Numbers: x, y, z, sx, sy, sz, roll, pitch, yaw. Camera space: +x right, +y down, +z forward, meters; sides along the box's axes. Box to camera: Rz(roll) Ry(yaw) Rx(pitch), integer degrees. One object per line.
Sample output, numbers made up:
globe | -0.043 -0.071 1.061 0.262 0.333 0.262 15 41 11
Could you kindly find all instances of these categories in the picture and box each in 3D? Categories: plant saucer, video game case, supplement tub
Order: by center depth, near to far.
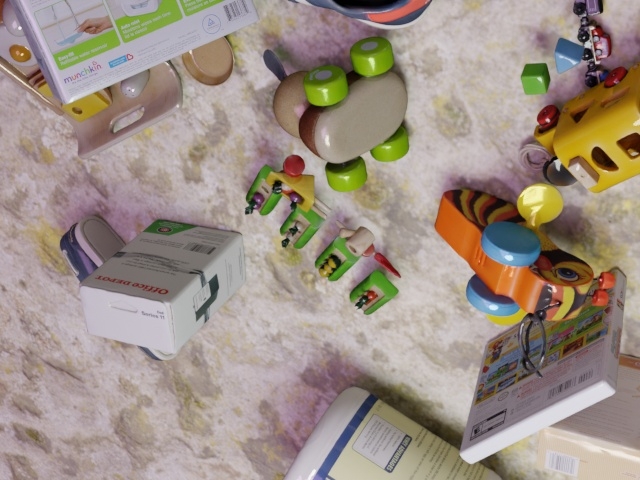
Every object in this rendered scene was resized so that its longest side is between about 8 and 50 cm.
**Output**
video game case | 0.275 0.155 1.368 0.026 0.206 0.227 42 129 -14
plant saucer | -0.149 -0.248 1.489 0.083 0.015 0.083 12 121 21
supplement tub | 0.116 0.381 1.559 0.324 0.235 0.235 31 127 10

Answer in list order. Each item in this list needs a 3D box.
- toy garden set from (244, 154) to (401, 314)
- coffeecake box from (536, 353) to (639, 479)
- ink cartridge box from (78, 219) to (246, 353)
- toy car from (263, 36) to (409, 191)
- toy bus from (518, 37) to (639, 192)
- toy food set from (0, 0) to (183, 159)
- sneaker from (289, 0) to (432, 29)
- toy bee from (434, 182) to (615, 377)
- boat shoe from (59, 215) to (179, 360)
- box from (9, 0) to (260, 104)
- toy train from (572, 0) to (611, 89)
toy garden set | 0.000 0.000 1.465 0.244 0.049 0.204 43 159 1
coffeecake box | 0.361 0.217 1.370 0.142 0.185 0.068 12 122 22
ink cartridge box | -0.220 0.061 1.577 0.153 0.208 0.087 10 121 23
toy car | 0.001 -0.176 1.401 0.188 0.149 0.155 28 143 42
toy bus | 0.308 -0.107 1.243 0.190 0.104 0.202 12 138 17
toy food set | -0.366 -0.237 1.502 0.219 0.092 0.306 -22 133 35
sneaker | -0.035 -0.328 1.234 0.349 0.148 0.131 11 92 -4
toy bee | 0.257 0.047 1.331 0.162 0.298 0.195 -1 146 -20
boat shoe | -0.311 0.084 1.710 0.079 0.095 0.255 -34 96 35
box | -0.243 -0.322 1.336 0.231 0.261 0.127 67 166 -17
toy train | 0.311 -0.221 1.254 0.036 0.027 0.158 -7 114 19
